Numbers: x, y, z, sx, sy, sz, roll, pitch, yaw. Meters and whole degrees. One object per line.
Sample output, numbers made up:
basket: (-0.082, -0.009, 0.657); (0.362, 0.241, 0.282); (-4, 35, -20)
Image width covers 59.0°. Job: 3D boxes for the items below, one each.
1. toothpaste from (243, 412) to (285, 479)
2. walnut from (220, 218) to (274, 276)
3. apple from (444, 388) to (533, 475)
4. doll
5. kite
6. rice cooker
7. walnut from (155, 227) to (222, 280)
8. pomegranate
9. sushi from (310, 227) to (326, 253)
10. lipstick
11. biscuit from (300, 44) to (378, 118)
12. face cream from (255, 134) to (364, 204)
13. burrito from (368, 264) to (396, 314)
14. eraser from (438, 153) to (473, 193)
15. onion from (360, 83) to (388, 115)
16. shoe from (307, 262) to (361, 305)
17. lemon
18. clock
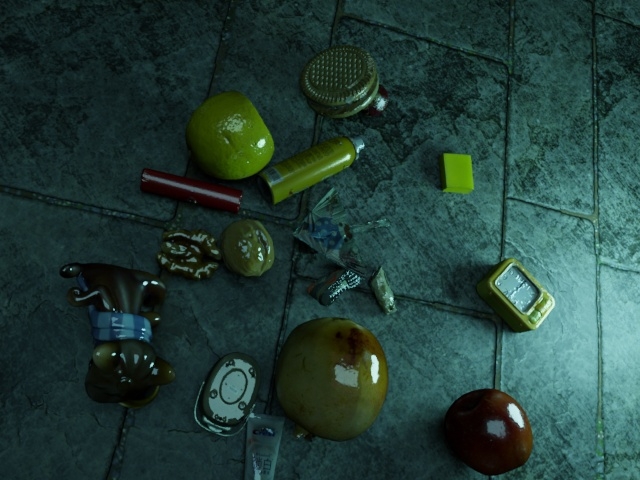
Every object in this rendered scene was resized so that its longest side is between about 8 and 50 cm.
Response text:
toothpaste: (-0.154, 0.598, 1.402); (0.100, 0.066, 0.323); (11, 65, -13)
walnut: (-0.196, 0.020, 1.533); (0.166, 0.149, 0.166); (38, 35, -33)
apple: (0.443, 0.504, 1.498); (0.218, 0.218, 0.201); (-26, 86, -20)
doll: (-0.485, 0.219, 1.344); (0.209, 0.318, 0.339); (-32, 56, 18)
kite: (0.069, -0.026, 1.641); (0.314, 0.011, 0.335); (-6, 59, -22)
rice cooker: (-0.226, 0.379, 1.418); (0.145, 0.127, 0.206); (24, 60, -5)
walnut: (-0.353, 0.036, 1.529); (0.170, 0.069, 0.143); (17, 70, -7)
pomegranate: (0.025, 0.350, 1.399); (0.319, 0.319, 0.319); (4, 71, -13)
sushi: (0.000, 0.000, 1.641); (0.044, 0.046, 0.083); (20, 68, -7)
lipstick: (-0.361, -0.139, 1.584); (0.280, 0.073, 0.073); (13, 70, -10)
biscuit: (0.058, -0.494, 1.757); (0.259, 0.079, 0.259); (-7, 60, 12)
face cream: (-0.019, -0.224, 1.679); (0.349, 0.105, 0.105); (-29, 81, -21)
burrito: (0.179, 0.145, 1.642); (0.055, 0.041, 0.149); (-8, 70, -30)
eraser: (0.437, -0.216, 1.823); (0.097, 0.045, 0.122); (2, 73, -13)
onion: (0.163, -0.452, 1.809); (0.107, 0.097, 0.107); (-1, 115, -3)
shoe: (0.045, 0.110, 1.607); (0.077, 0.074, 0.194); (20, 44, 40)
lemon: (-0.264, -0.278, 1.570); (0.219, 0.240, 0.240); (-32, 82, -8)
clock: (0.589, 0.166, 1.710); (0.202, 0.096, 0.143); (46, 71, 4)
